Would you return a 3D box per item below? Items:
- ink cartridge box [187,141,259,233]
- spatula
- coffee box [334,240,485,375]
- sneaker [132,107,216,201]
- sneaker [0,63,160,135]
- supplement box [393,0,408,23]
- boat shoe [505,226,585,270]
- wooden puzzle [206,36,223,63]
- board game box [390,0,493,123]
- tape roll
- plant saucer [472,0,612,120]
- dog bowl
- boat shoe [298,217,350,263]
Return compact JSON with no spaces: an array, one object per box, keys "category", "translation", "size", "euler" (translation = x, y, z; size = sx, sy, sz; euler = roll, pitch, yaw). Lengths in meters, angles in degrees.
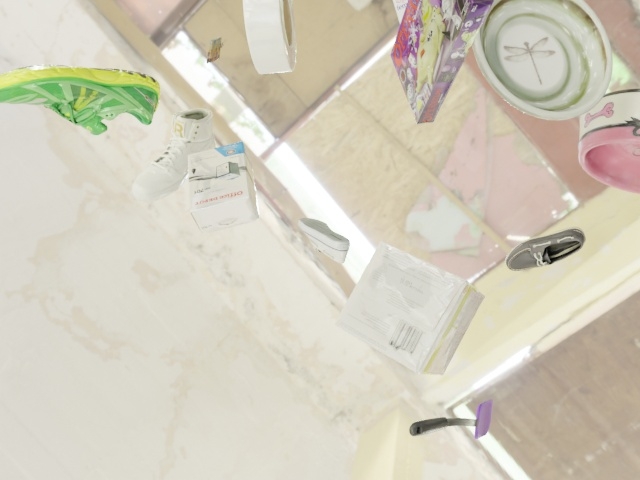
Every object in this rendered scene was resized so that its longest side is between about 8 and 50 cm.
[{"category":"ink cartridge box","translation":[-0.225,-0.124,1.249],"size":[0.082,0.140,0.190],"euler":[75,-179,-50]},{"category":"spatula","translation":[0.296,0.401,1.191],"size":[0.297,0.084,0.030],"euler":[7,178,-36]},{"category":"coffee box","translation":[0.325,0.244,1.912],"size":[0.338,0.338,0.334],"euler":[28,180,30]},{"category":"sneaker","translation":[-0.376,-0.234,1.382],"size":[0.108,0.169,0.292],"euler":[24,-133,16]},{"category":"sneaker","translation":[-0.436,-0.253,0.987],"size":[0.296,0.123,0.109],"euler":[-6,-161,-33]},{"category":"supplement box","translation":[0.272,-0.643,1.519],"size":[0.114,0.111,0.219],"euler":[-38,-70,-71]},{"category":"boat shoe","translation":[0.566,0.030,1.376],"size":[0.075,0.206,0.065],"euler":[56,-150,-13]},{"category":"wooden puzzle","translation":[-0.239,-0.430,1.224],"size":[0.006,0.049,0.083],"euler":[18,-148,7]},{"category":"board game box","translation":[0.230,-0.424,1.107],"size":[0.346,0.056,0.208],"euler":[105,156,-65]},{"category":"tape roll","translation":[-0.139,-0.622,1.537],"size":[0.286,0.100,0.285],"euler":[-2,-90,-83]},{"category":"plant saucer","translation":[0.560,-0.486,1.416],"size":[0.400,0.400,0.100],"euler":[51,162,1]},{"category":"dog bowl","translation":[0.961,-0.270,1.604],"size":[0.408,0.150,0.408],"euler":[22,170,4]},{"category":"boat shoe","translation":[0.000,0.000,1.582],"size":[0.083,0.075,0.226],"euler":[-3,-158,-31]}]
